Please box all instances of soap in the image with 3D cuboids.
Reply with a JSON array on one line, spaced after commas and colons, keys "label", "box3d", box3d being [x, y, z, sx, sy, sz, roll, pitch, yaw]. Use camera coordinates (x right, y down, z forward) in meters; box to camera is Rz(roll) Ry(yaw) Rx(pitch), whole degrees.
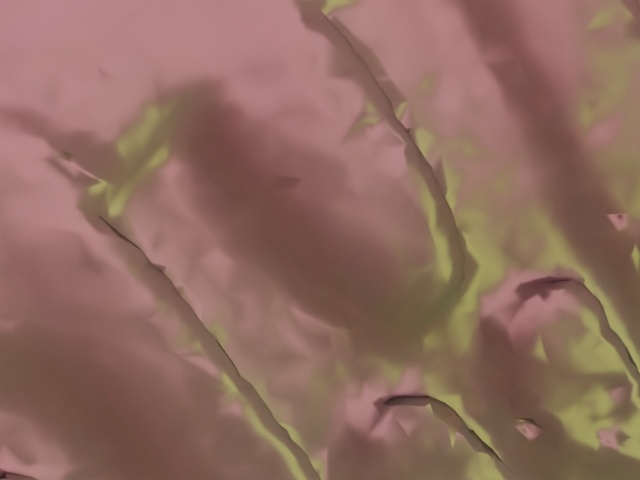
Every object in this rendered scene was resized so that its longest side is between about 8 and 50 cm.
[{"label": "soap", "box3d": [0.000, 0.000, 0.414, 0.446, 0.156, 0.261, -36, 114, -6]}]
